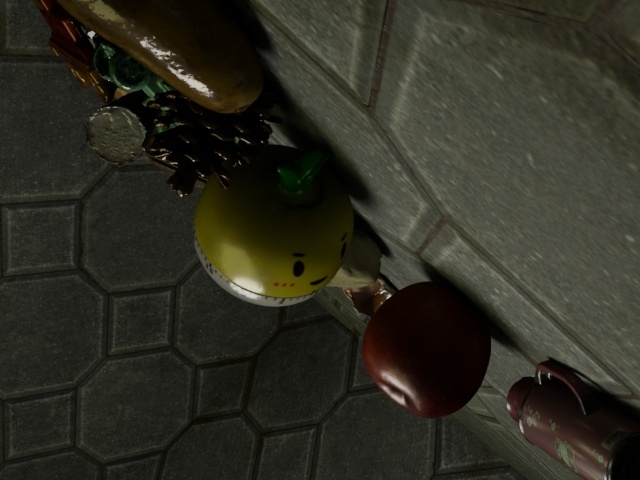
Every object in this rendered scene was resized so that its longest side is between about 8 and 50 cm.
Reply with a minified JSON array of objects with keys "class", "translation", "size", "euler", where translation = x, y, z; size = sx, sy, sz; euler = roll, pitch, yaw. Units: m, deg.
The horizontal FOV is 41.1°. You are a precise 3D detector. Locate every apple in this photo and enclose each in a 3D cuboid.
[{"class":"apple","translation":[0.181,0.187,1.453],"size":[0.218,0.201,0.218],"euler":[42,171,8]}]

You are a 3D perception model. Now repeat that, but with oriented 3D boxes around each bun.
[{"class":"bun","translation":[0.015,0.025,1.642],"size":[0.209,0.116,0.237],"euler":[4,171,9]}]

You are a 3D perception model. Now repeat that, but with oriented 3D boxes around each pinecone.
[{"class":"pinecone","translation":[-0.167,-0.169,1.260],"size":[0.185,0.212,0.169],"euler":[25,161,47]}]

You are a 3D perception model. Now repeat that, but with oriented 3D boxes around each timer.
[{"class":"timer","translation":[-0.061,-0.054,1.364],"size":[0.285,0.285,0.285],"euler":[43,174,6]}]

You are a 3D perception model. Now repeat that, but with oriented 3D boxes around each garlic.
[{"class":"garlic","translation":[0.122,0.131,1.960],"size":[0.174,0.099,0.124],"euler":[45,-178,-20]}]

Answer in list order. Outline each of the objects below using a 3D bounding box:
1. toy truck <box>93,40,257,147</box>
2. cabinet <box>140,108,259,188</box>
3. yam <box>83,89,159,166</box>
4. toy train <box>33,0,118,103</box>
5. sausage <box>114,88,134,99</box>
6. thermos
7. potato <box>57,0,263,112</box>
[{"class":"toy truck","translation":[-0.236,-0.256,1.397],"size":[0.279,0.156,0.155],"euler":[48,172,-29]},{"class":"cabinet","translation":[-0.226,-0.180,1.651],"size":[0.174,0.148,0.215],"euler":[24,174,0]},{"class":"yam","translation":[-0.364,-0.238,1.723],"size":[0.131,0.131,0.280],"euler":[45,-160,-7]},{"class":"toy train","translation":[-0.460,-0.428,1.722],"size":[0.369,0.163,0.232],"euler":[36,161,52]},{"class":"sausage","translation":[-0.523,-0.429,2.307],"size":[0.354,0.116,0.134],"euler":[39,163,10]},{"class":"thermos","translation":[0.363,0.266,1.243],"size":[0.136,0.109,0.330],"euler":[45,174,-17]},{"class":"potato","translation":[-0.208,-0.290,1.046],"size":[0.195,0.176,0.369],"euler":[-8,138,47]}]
